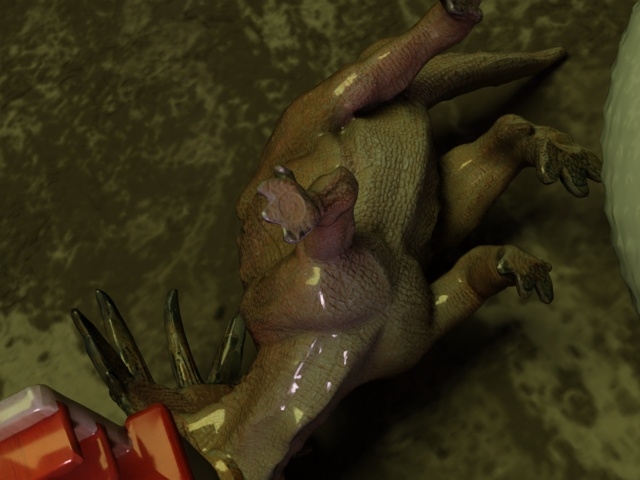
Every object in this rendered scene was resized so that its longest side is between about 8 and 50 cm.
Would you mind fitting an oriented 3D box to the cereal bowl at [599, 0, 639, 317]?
[{"bbox_3d":[0.250,-0.065,0.570,0.339,0.141,0.339,-17,49,20],"label":"cereal bowl"}]

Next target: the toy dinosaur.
[{"bbox_3d":[0.000,0.000,0.702,0.200,0.127,0.296,-33,22,47],"label":"toy dinosaur"}]

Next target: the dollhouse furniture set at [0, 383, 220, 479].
[{"bbox_3d":[-0.052,0.187,0.515,0.262,0.135,0.259,-28,65,8],"label":"dollhouse furniture set"}]
